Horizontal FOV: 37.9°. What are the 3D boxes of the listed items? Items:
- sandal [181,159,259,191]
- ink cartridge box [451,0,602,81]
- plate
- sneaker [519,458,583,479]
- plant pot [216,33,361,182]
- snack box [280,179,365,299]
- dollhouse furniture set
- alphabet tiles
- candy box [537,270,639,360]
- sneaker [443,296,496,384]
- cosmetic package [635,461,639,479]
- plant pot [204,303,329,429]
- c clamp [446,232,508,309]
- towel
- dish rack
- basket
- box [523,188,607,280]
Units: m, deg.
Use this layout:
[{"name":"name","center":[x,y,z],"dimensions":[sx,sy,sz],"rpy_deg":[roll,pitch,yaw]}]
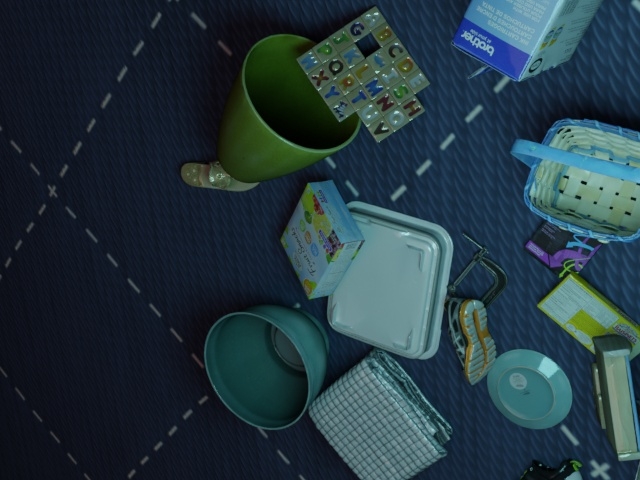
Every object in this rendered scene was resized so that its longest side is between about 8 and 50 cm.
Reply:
[{"name":"sandal","center":[-0.248,-0.150,2.209],"dimensions":[0.240,0.079,0.088],"rpy_deg":[2,109,32]},{"name":"ink cartridge box","center":[0.386,-0.434,1.580],"dimensions":[0.151,0.270,0.395],"rpy_deg":[35,122,19]},{"name":"plate","center":[0.440,0.321,1.983],"dimensions":[0.188,0.024,0.188],"rpy_deg":[13,115,29]},{"name":"sneaker","center":[0.471,0.527,2.024],"dimensions":[0.235,0.084,0.097],"rpy_deg":[-25,69,35]},{"name":"plant pot","center":[-0.102,-0.243,1.994],"dimensions":[0.274,0.275,0.293],"rpy_deg":[55,142,3]},{"name":"snack box","center":[0.000,0.000,2.052],"dimensions":[0.174,0.070,0.207],"rpy_deg":[62,145,29]},{"name":"dollhouse furniture set","center":[0.670,0.258,1.715],"dimensions":[0.304,0.286,0.198],"rpy_deg":[-8,95,9]},{"name":"alphabet tiles","center":[0.097,-0.327,1.892],"dimensions":[0.198,0.009,0.237],"rpy_deg":[-34,87,-2]},{"name":"candy box","center":[0.541,0.160,1.839],"dimensions":[0.206,0.027,0.105],"rpy_deg":[40,124,3]},{"name":"sneaker","center":[0.315,0.210,1.989],"dimensions":[0.083,0.084,0.214],"rpy_deg":[21,128,48]},{"name":"cosmetic package","center":[0.754,0.473,1.729],"dimensions":[0.310,0.113,0.160],"rpy_deg":[10,115,10]},{"name":"plant pot","center":[-0.099,0.272,2.201],"dimensions":[0.293,0.196,0.292],"rpy_deg":[12,113,29]},{"name":"c clamp","center":[0.323,0.079,1.971],"dimensions":[0.137,0.022,0.160],"rpy_deg":[34,123,10]},{"name":"towel","center":[0.142,0.417,2.152],"dimensions":[0.283,0.121,0.235],"rpy_deg":[49,120,4]},{"name":"dish rack","center":[0.136,0.098,2.066],"dimensions":[0.286,0.072,0.332],"rpy_deg":[18,116,27]},{"name":"basket","center":[0.483,-0.106,1.621],"dimensions":[0.255,0.289,0.201],"rpy_deg":[21,87,28]},{"name":"box","center":[0.489,-0.008,1.825],"dimensions":[0.116,0.029,0.162],"rpy_deg":[40,123,14]}]
